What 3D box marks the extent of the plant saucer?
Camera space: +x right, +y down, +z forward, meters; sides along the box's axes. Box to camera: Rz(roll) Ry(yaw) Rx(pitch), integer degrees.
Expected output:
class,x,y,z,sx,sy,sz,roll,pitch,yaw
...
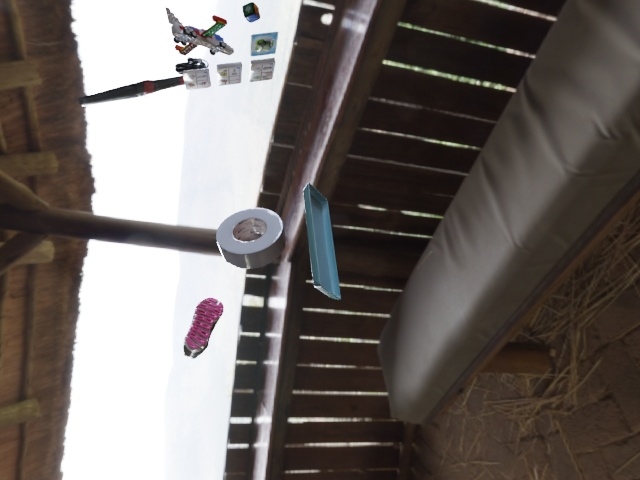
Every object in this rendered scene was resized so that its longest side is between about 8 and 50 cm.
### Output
class,x,y,z,sx,sy,sz,roll,pitch,yaw
plant saucer,0.000,0.000,0.733,0.067,0.018,0.192,40,-145,-50

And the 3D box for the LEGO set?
class,x,y,z,sx,sy,sz,roll,pitch,yaw
LEGO set,-0.172,-0.357,0.841,0.244,0.183,0.060,148,110,-79

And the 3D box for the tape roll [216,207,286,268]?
class,x,y,z,sx,sy,sz,roll,pitch,yaw
tape roll,-0.225,-0.010,1.505,0.219,0.219,0.072,-99,0,-45

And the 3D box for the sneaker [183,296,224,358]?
class,x,y,z,sx,sy,sz,roll,pitch,yaw
sneaker,-0.272,0.201,1.051,0.074,0.063,0.170,-59,12,33

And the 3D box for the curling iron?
class,x,y,z,sx,sy,sz,roll,pitch,yaw
curling iron,-0.363,-0.323,0.961,0.035,0.274,0.068,76,171,-47
